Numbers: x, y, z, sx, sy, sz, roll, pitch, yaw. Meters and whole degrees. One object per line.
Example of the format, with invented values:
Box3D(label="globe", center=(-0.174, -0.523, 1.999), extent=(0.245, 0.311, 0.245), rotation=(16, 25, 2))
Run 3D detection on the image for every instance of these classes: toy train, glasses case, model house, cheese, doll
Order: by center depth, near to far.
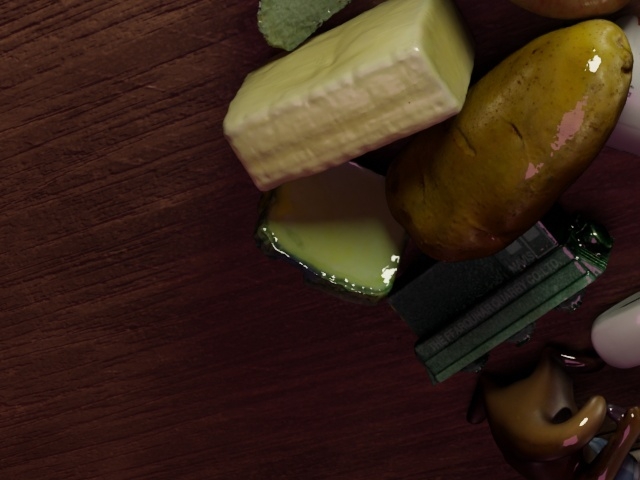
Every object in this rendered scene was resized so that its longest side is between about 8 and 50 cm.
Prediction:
Box3D(label="cheese", center=(0.040, -0.190, 1.385), extent=(0.265, 0.242, 0.124), rotation=(-21, 116, 22))
Box3D(label="model house", center=(0.000, 0.000, 1.539), extent=(0.193, 0.170, 0.211), rotation=(22, 161, -8))
Box3D(label="toy train", center=(0.232, 0.050, 1.551), extent=(0.330, 0.138, 0.178), rotation=(-38, 96, 30))
Box3D(label="glasses case", center=(0.479, 0.099, 1.560), extent=(0.233, 0.059, 0.092), rotation=(-30, 107, 24))
Box3D(label="doll", center=(0.392, 0.306, 1.636), extent=(0.340, 0.209, 0.318), rotation=(47, 150, -13))

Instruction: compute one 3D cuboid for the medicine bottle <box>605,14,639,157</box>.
Box3D(label="medicine bottle", center=(0.465, -0.153, 1.365), extent=(0.288, 0.157, 0.157), rotation=(19, 121, 1))

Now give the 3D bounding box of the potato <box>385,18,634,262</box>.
Box3D(label="potato", center=(0.223, -0.112, 1.341), extent=(0.176, 0.195, 0.369), rotation=(44, 134, -3))

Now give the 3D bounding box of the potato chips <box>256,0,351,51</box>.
Box3D(label="potato chips", center=(-0.002, -0.339, 1.373), extent=(0.167, 0.059, 0.228), rotation=(4, 97, -13))

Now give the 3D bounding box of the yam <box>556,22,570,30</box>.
Box3D(label="yam", center=(0.210, -0.158, 1.484), extent=(0.327, 0.045, 0.045), rotation=(-42, 70, 30))

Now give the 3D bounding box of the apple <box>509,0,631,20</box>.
Box3D(label="apple", center=(0.269, -0.373, 1.261), extent=(0.260, 0.194, 0.261), rotation=(5, 116, 9))
